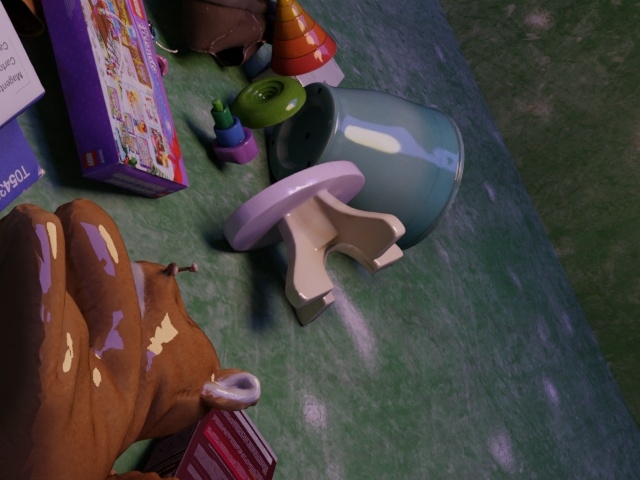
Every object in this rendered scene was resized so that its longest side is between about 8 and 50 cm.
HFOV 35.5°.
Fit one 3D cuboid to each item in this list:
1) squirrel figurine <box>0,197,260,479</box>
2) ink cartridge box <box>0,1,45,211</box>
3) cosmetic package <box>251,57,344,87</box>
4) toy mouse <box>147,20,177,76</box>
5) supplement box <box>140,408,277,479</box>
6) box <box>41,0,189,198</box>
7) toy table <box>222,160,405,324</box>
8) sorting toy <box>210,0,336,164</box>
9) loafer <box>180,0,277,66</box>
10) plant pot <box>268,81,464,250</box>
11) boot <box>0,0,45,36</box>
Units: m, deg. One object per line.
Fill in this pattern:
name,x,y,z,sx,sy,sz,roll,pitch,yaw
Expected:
squirrel figurine,-0.210,0.169,0.829,0.370,0.281,0.397,14,62,-67
ink cartridge box,-0.386,-0.127,0.898,0.330,0.071,0.324,67,31,-27
cosmetic package,-0.038,-0.306,1.882,0.117,0.085,0.231,55,27,-15
toy mouse,-0.266,-0.286,1.490,0.143,0.031,0.161,-7,71,-63
supplement box,-0.124,0.265,1.102,0.130,0.073,0.239,57,13,-10
box,-0.268,-0.211,1.297,0.201,0.057,0.293,18,55,-72
toy table,0.000,0.000,1.493,0.274,0.252,0.161,-26,74,-38
sorting toy,-0.091,-0.280,1.622,0.365,0.127,0.126,-62,143,-40
loafer,-0.156,-0.366,1.710,0.134,0.130,0.366,22,12,15
plant pot,0.062,-0.146,1.726,0.255,0.271,0.272,21,45,-35
boot,-0.435,-0.383,1.185,0.295,0.104,0.211,33,37,-52
